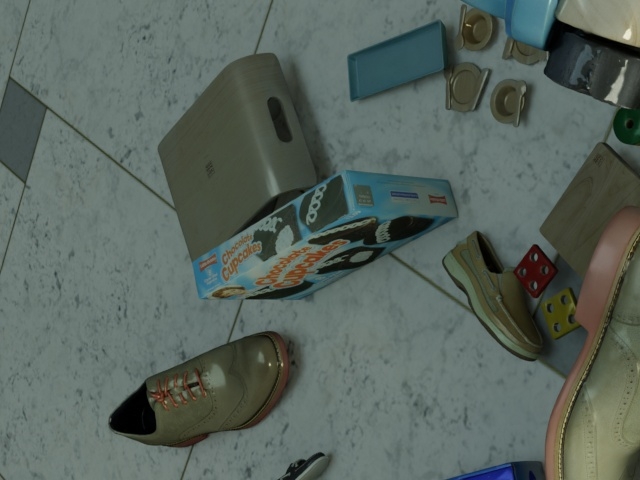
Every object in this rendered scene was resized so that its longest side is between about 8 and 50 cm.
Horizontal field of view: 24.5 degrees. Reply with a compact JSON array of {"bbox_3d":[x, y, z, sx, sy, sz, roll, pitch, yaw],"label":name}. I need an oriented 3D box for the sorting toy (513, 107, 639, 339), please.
[{"bbox_3d":[0.328,-0.012,1.668,0.132,0.046,0.274,52,123,36],"label":"sorting toy"}]

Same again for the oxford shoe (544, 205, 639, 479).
[{"bbox_3d":[0.338,0.168,1.562,0.146,0.140,0.397,21,122,29],"label":"oxford shoe"}]

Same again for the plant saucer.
[{"bbox_3d":[0.102,-0.235,1.942,0.192,0.018,0.067,-13,78,51],"label":"plant saucer"}]

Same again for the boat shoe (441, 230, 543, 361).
[{"bbox_3d":[0.218,0.061,1.777,0.072,0.068,0.190,-50,53,19],"label":"boat shoe"}]

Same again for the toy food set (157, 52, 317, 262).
[{"bbox_3d":[-0.123,-0.103,2.155,0.306,0.092,0.220,-42,59,47],"label":"toy food set"}]

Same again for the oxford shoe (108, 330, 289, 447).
[{"bbox_3d":[-0.180,0.229,2.150,0.348,0.130,0.123,-36,62,41],"label":"oxford shoe"}]

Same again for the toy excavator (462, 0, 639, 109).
[{"bbox_3d":[0.221,-0.347,1.651,0.445,0.433,0.222,25,109,16],"label":"toy excavator"}]

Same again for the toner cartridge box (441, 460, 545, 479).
[{"bbox_3d":[0.215,0.447,1.729,0.165,0.075,0.348,-21,72,34],"label":"toner cartridge box"}]

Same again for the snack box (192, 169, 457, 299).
[{"bbox_3d":[0.000,0.000,1.925,0.322,0.187,0.060,-30,67,43],"label":"snack box"}]

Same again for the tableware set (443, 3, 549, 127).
[{"bbox_3d":[0.215,-0.220,1.825,0.168,0.020,0.141,19,102,46],"label":"tableware set"}]

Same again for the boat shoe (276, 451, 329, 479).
[{"bbox_3d":[-0.031,0.326,2.048,0.038,0.046,0.125,59,136,25],"label":"boat shoe"}]
